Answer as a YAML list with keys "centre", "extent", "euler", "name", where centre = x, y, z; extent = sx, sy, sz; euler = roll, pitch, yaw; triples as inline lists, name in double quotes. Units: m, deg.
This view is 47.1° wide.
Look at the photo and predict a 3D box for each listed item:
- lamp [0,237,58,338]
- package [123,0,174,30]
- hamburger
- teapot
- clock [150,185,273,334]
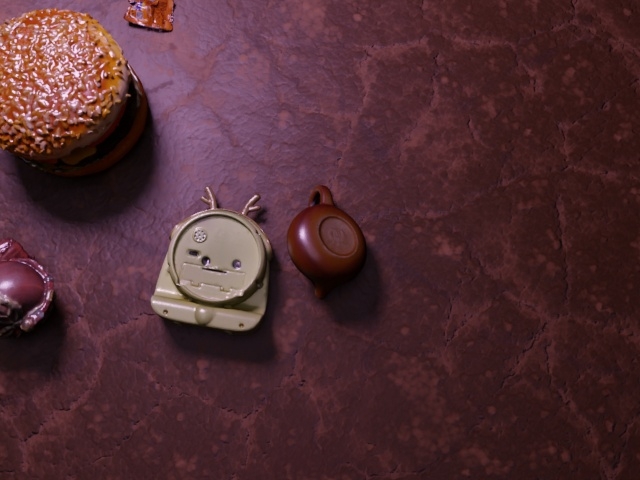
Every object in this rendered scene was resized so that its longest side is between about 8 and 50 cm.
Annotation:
- centre: [-0.648, 0.117, 1.499]
  extent: [0.215, 0.151, 0.223]
  euler: [-28, 38, -12]
  name: "lamp"
- centre: [-0.390, -0.523, 1.677]
  extent: [0.111, 0.033, 0.077]
  euler: [7, 69, -5]
  name: "package"
- centre: [-0.538, -0.301, 1.519]
  extent: [0.330, 0.250, 0.330]
  euler: [0, 78, -2]
  name: "hamburger"
- centre: [0.000, 0.000, 1.551]
  extent: [0.178, 0.135, 0.252]
  euler: [14, 55, -33]
  name: "teapot"
- centre: [-0.215, 0.035, 1.544]
  extent: [0.235, 0.096, 0.308]
  euler: [9, 78, 1]
  name: "clock"
